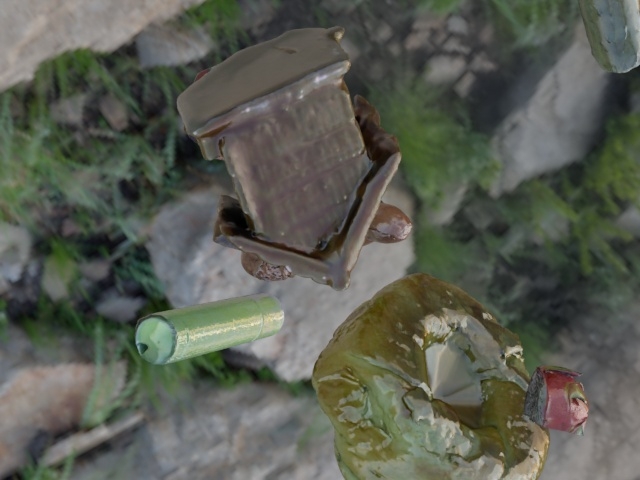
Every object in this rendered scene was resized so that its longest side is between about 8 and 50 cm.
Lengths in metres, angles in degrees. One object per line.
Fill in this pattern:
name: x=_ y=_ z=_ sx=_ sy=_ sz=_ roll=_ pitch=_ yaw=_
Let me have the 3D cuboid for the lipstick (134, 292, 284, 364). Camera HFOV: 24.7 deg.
lipstick: x=-0.157 y=0.125 z=2.116 sx=0.076 sy=0.076 sz=0.304 roll=-57 pitch=159 yaw=19

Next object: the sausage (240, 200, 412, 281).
sausage: x=0.001 y=0.000 z=1.972 sx=0.078 sy=0.078 sz=0.304 roll=12 pitch=157 yaw=-42

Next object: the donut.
donut: x=0.146 y=0.223 z=1.930 sx=0.360 sy=0.360 sz=0.170 roll=11 pitch=143 yaw=-41

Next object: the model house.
model house: x=-0.024 y=-0.077 z=1.484 sx=0.220 sy=0.199 sz=0.229 roll=-20 pitch=108 yaw=-8

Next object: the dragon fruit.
dragon fruit: x=0.236 y=0.154 z=1.433 sx=0.056 sy=0.083 sz=0.060 roll=9 pitch=93 yaw=-3

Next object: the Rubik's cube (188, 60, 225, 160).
Rubik's cube: x=-0.107 y=-0.162 z=1.835 sx=0.133 sy=0.133 sz=0.112 roll=-39 pitch=131 yaw=1

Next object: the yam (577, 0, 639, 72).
yam: x=0.286 y=-0.342 z=1.553 sx=0.083 sy=0.083 sz=0.371 roll=-31 pitch=131 yaw=-9
